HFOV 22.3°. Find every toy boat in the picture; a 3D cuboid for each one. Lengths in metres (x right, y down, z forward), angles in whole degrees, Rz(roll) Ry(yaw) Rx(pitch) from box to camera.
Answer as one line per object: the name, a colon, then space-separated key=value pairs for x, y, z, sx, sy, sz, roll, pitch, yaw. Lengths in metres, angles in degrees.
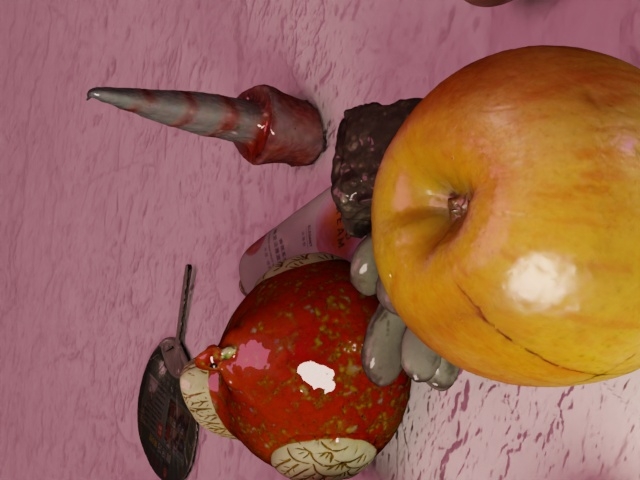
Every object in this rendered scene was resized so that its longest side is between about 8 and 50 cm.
toy boat: x=-0.151 y=-0.149 z=1.905 sx=0.206 sy=0.282 sz=0.096 roll=26 pitch=108 yaw=61

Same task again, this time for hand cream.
hand cream: x=0.000 y=0.000 z=1.824 sx=0.340 sy=0.077 sz=0.124 roll=-34 pitch=55 yaw=52

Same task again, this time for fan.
fan: x=-0.200 y=0.212 z=2.248 sx=0.223 sy=0.012 sz=0.294 roll=-112 pitch=36 yaw=-42

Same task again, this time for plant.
plant: x=0.088 y=0.006 z=1.545 sx=0.146 sy=0.149 sz=0.275 roll=-16 pitch=71 yaw=25

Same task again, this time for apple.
apple: x=0.173 y=-0.015 z=1.276 sx=0.286 sy=0.233 sz=0.286 roll=-20 pitch=67 yaw=57

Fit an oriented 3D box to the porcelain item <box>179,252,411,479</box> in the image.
porcelain item: x=-0.033 y=0.130 z=1.682 sx=0.253 sy=0.253 sz=0.253 roll=-18 pitch=70 yaw=62

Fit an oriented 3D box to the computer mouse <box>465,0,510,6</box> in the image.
computer mouse: x=0.172 y=-0.334 z=1.503 sx=0.145 sy=0.082 sz=0.237 roll=-18 pitch=69 yaw=62
